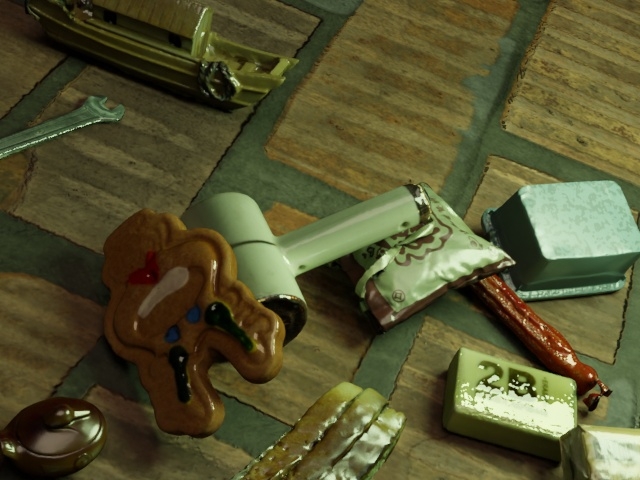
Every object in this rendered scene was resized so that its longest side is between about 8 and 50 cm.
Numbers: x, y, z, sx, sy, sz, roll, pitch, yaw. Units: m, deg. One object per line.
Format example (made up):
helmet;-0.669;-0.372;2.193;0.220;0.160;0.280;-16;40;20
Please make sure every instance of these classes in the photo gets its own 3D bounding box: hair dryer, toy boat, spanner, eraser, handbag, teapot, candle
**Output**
hair dryer;0.000;0.000;1.497;0.362;0.128;0.203;-23;53;-7
toy boat;-0.255;-0.342;1.810;0.445;0.162;0.136;23;40;5
spanner;-0.424;-0.161;1.672;0.071;0.017;0.302;40;46;22
eraser;0.255;0.218;1.477;0.172;0.058;0.117;16;43;-2
handbag;0.126;0.016;1.598;0.235;0.127;0.213;-25;55;-22
teapot;-0.309;0.221;1.270;0.129;0.078;0.098;-11;50;-27
candle;0.296;0.116;1.606;0.329;0.048;0.051;48;9;28

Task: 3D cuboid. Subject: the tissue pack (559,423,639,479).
tissue pack;0.417;0.324;1.377;0.222;0.090;0.186;6;61;-15

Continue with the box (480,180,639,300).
box;0.374;-0.002;1.692;0.227;0.130;0.162;-3;62;-23

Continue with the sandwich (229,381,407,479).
sandwich;-0.023;0.291;1.154;0.095;0.273;0.249;34;43;17

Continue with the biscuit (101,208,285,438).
biscuit;-0.180;0.086;1.391;0.202;0.047;0.334;-40;54;4
